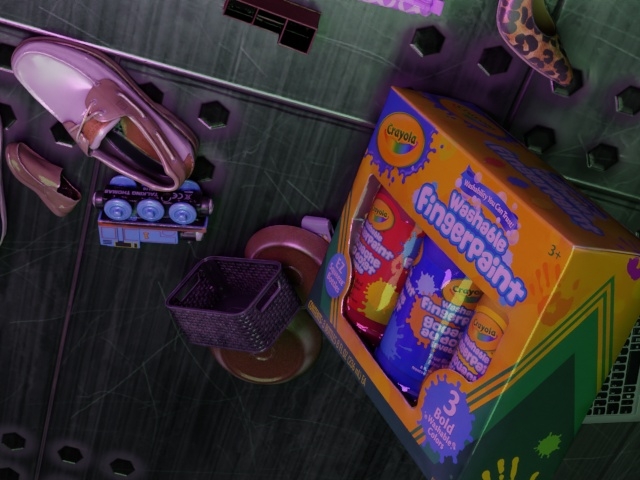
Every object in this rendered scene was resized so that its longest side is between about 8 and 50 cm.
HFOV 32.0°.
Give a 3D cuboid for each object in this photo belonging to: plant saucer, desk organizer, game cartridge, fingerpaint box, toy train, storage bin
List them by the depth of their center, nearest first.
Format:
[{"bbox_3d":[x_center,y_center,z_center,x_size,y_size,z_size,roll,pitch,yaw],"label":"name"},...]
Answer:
[{"bbox_3d":[0.183,0.059,1.465,0.163,0.445,0.371,7,117,-31],"label":"fingerpaint box"},{"bbox_3d":[-0.068,-0.302,1.517,0.130,0.050,0.047,19,125,-9],"label":"desk organizer"},{"bbox_3d":[-0.255,-0.041,1.708,0.184,0.080,0.105,3,135,-1],"label":"toy train"},{"bbox_3d":[-0.135,0.098,1.731,0.180,0.122,0.084,4,133,40],"label":"storage bin"},{"bbox_3d":[0.000,0.000,1.738,0.056,0.017,0.083,10,132,37],"label":"game cartridge"},{"bbox_3d":[-0.045,0.050,1.759,0.168,0.029,0.168,10,131,12],"label":"plant saucer"},{"bbox_3d":[-0.096,0.177,1.875,0.198,0.036,0.199,2,125,3],"label":"plant saucer"}]

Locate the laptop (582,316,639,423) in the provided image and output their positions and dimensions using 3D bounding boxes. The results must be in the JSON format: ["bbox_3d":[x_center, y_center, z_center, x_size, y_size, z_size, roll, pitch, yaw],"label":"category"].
[{"bbox_3d":[0.425,0.275,1.734,0.408,0.236,0.382,-3,140,6],"label":"laptop"}]

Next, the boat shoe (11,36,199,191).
[{"bbox_3d":[-0.308,-0.180,1.591,0.302,0.103,0.113,31,122,-17],"label":"boat shoe"}]

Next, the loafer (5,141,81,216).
[{"bbox_3d":[-0.418,-0.099,1.691,0.050,0.056,0.148,-24,131,19],"label":"loafer"}]

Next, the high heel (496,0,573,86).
[{"bbox_3d":[0.307,-0.334,1.436,0.186,0.093,0.261,-29,110,30],"label":"high heel"}]

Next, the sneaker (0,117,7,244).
[{"bbox_3d":[-0.541,-0.095,1.643,0.131,0.148,0.350,0,125,5],"label":"sneaker"}]

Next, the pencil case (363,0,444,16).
[{"bbox_3d":[0.060,-0.350,1.451,0.206,0.088,0.086,10,128,-4],"label":"pencil case"}]
